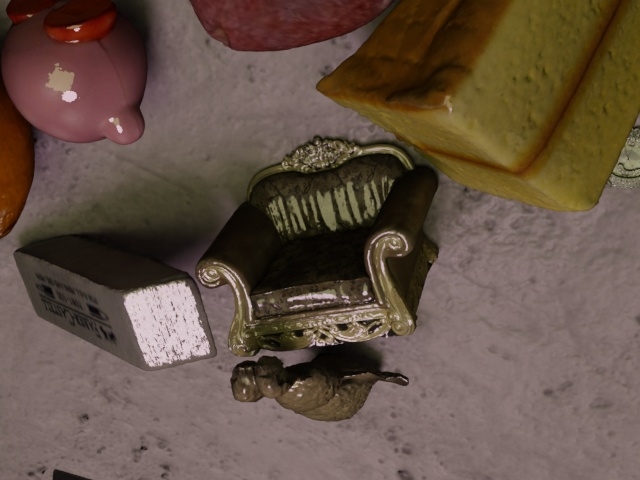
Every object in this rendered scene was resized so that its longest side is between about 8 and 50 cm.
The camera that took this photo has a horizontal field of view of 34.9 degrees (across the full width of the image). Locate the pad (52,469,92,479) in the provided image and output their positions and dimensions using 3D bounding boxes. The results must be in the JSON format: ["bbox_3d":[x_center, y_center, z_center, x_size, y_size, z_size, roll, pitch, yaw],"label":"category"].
[{"bbox_3d":[-0.323,0.420,1.559,0.193,0.004,0.116,15,117,8],"label":"pad"}]

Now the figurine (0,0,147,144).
[{"bbox_3d":[-0.277,-0.193,1.163,0.173,0.173,0.173,6,116,12],"label":"figurine"}]

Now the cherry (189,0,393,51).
[{"bbox_3d":[-0.028,-0.315,1.014,0.261,0.221,0.307,37,132,5],"label":"cherry"}]

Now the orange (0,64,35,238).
[{"bbox_3d":[-0.476,-0.134,1.194,0.274,0.274,0.310,-7,112,17],"label":"orange"}]

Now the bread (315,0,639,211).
[{"bbox_3d":[0.217,-0.240,1.033,0.233,0.245,0.361,29,89,-33],"label":"bread"}]

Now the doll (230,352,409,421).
[{"bbox_3d":[-0.028,0.175,1.221,0.203,0.286,0.091,-35,67,39],"label":"doll"}]

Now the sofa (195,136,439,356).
[{"bbox_3d":[0.000,0.000,1.165,0.259,0.200,0.182,-9,114,20],"label":"sofa"}]

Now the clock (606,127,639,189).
[{"bbox_3d":[0.344,-0.091,1.136,0.083,0.010,0.074,8,116,10],"label":"clock"}]

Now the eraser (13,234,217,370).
[{"bbox_3d":[-0.266,0.071,1.261,0.353,0.077,0.111,14,124,49],"label":"eraser"}]
